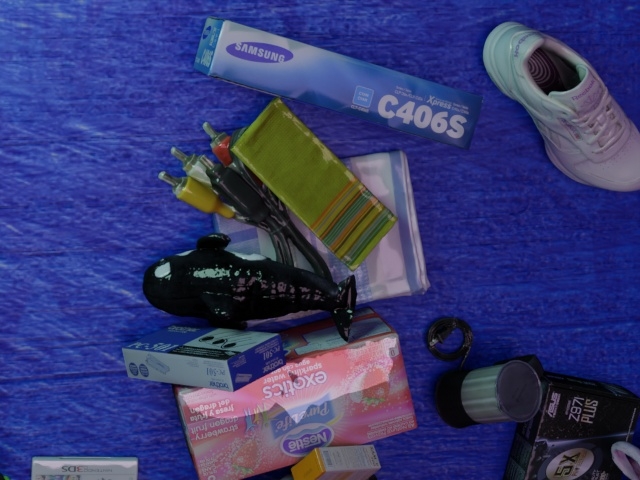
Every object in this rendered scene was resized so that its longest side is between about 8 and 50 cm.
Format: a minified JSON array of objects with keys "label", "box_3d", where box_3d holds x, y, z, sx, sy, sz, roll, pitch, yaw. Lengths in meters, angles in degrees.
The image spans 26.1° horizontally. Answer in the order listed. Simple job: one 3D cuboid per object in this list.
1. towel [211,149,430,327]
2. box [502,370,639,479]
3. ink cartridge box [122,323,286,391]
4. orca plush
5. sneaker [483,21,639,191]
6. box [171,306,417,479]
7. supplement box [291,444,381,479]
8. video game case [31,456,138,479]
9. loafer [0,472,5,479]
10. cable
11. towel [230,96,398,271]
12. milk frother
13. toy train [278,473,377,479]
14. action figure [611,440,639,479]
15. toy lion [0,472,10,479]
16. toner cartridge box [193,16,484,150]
[{"label":"towel","box_3d":[0.000,0.000,1.877,0.284,0.034,0.209,-11,102,-10]},{"label":"box","box_3d":[0.361,0.290,1.983,0.147,0.077,0.180,13,98,-13]},{"label":"ink cartridge box","box_3d":[-0.151,0.149,1.773,0.097,0.207,0.046,-23,107,-43]},{"label":"orca plush","box_3d":[-0.102,0.088,1.781,0.287,0.102,0.151,17,125,4]},{"label":"sneaker","box_3d":[0.345,-0.167,1.858,0.305,0.152,0.114,41,88,-17]},{"label":"box","box_3d":[-0.040,0.206,1.845,0.299,0.154,0.142,-15,103,-10]},{"label":"supplement box","box_3d":[0.020,0.295,1.791,0.098,0.036,0.062,4,144,-38]},{"label":"video game case","box_3d":[-0.324,0.372,1.884,0.143,0.019,0.157,2,100,-12]},{"label":"loafer","box_3d":[-0.588,0.303,1.743,0.365,0.134,0.130,22,101,-3]},{"label":"cable","box_3d":[-0.076,-0.038,1.829,0.287,0.072,0.139,47,69,-20]},{"label":"towel","box_3d":[-0.005,-0.073,1.813,0.237,0.021,0.102,45,68,-17]},{"label":"milk frother","box_3d":[0.220,0.178,1.902,0.143,0.134,0.129,45,58,-18]},{"label":"toy train","box_3d":[-0.021,0.411,1.819,0.334,0.142,0.190,-17,69,-46]},{"label":"action figure","box_3d":[0.508,0.485,1.945,0.275,0.248,0.370,8,117,-26]},{"label":"toy lion","box_3d":[-0.456,0.335,1.846,0.096,0.034,0.100,-10,102,-17]},{"label":"toner cartridge box","box_3d":[0.020,-0.203,1.776,0.347,0.165,0.075,15,96,-15]}]
